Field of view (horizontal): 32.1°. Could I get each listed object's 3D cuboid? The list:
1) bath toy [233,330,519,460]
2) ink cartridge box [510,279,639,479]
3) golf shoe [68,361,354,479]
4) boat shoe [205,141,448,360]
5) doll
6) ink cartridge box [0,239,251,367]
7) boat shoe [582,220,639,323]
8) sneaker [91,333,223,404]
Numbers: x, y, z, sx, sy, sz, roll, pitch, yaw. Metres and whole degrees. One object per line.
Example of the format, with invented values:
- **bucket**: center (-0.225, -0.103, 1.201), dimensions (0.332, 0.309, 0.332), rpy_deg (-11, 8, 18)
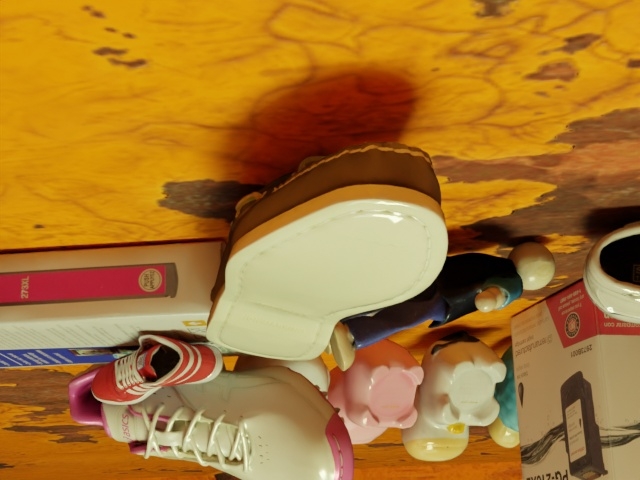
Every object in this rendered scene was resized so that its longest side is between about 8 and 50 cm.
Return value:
- **bath toy**: center (0.062, 0.153, 1.151), dimensions (0.348, 0.151, 0.129), rpy_deg (7, -164, -26)
- **ink cartridge box**: center (0.258, 0.168, 1.004), dimensions (0.100, 0.237, 0.172), rpy_deg (3, 162, -15)
- **golf shoe**: center (-0.103, 0.162, 0.969), dimensions (0.140, 0.115, 0.306), rpy_deg (-17, -159, -40)
- **boat shoe**: center (-0.004, -0.001, 0.680), dimensions (0.109, 0.091, 0.305), rpy_deg (15, 159, -13)
- **doll**: center (0.089, 0.038, 0.832), dimensions (0.189, 0.046, 0.129), rpy_deg (-18, -162, -13)
- **ink cartridge box**: center (-0.241, 0.063, 0.909), dimensions (0.370, 0.069, 0.176), rpy_deg (-6, 164, 4)
- **boat shoe**: center (0.318, 0.014, 0.769), dimensions (0.267, 0.096, 0.088), rpy_deg (2, 169, 15)
- **sneaker**: center (-0.143, 0.102, 0.875), dimensions (0.118, 0.042, 0.067), rpy_deg (-17, 164, 20)
